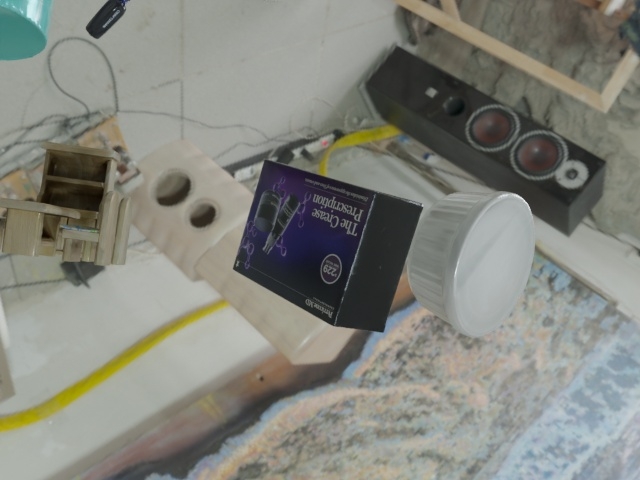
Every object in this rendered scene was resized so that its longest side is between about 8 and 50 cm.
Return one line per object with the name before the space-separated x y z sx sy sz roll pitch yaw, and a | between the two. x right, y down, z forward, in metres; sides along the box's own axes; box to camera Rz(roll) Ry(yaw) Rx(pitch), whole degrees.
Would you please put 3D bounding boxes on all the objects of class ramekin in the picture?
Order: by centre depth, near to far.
ramekin | 0.275 0.032 1.247 0.272 0.127 0.273 -19 118 -40

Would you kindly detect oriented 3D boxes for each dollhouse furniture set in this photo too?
dollhouse furniture set | -0.357 -0.060 0.890 0.242 0.212 0.161 160 -62 -86

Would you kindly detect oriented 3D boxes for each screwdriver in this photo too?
screwdriver | -0.201 -0.291 0.758 0.170 0.024 0.025 -40 110 4

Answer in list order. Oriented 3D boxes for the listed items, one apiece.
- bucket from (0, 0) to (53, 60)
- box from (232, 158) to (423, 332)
bucket | -0.556 -0.422 1.068 0.281 0.281 0.183 19 69 -60
box | 0.000 0.000 0.962 0.103 0.261 0.185 10 98 -40
